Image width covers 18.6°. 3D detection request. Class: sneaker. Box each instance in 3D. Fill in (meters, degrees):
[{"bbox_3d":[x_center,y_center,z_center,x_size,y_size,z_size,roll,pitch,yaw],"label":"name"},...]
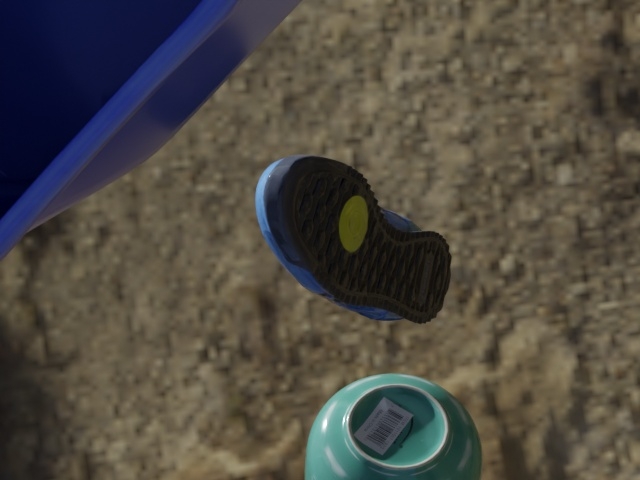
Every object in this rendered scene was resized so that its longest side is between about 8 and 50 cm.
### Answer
[{"bbox_3d":[0.000,0.000,1.094,0.082,0.209,0.069,12,81,27],"label":"sneaker"}]

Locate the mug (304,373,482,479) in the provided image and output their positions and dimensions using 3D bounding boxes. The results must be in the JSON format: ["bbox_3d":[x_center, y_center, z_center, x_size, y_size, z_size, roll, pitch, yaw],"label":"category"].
[{"bbox_3d":[0.056,0.172,1.413,0.097,0.129,0.158,93,164,-50],"label":"mug"}]

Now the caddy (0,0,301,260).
[{"bbox_3d":[-0.128,-0.127,0.612,0.241,0.179,0.341,48,119,4],"label":"caddy"}]
